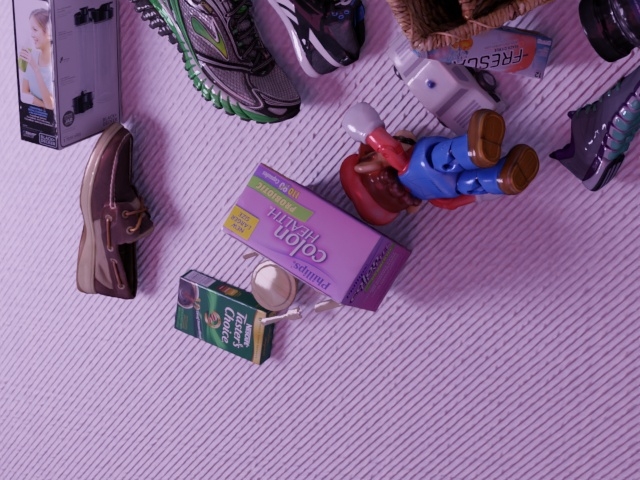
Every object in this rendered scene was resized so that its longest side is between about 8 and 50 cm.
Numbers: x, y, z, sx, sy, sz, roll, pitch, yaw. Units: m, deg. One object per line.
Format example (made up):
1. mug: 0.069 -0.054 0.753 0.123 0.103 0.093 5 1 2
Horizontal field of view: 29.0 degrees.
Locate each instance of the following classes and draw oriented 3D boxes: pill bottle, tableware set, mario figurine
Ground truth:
1. pill bottle: 0.443 -0.312 1.556 0.219 0.123 0.122 -24 97 35
2. tableware set: -0.026 0.061 2.046 0.194 0.039 0.128 -15 90 28
3. mario figurine: 0.158 -0.129 1.791 0.321 0.170 0.198 -7 105 47

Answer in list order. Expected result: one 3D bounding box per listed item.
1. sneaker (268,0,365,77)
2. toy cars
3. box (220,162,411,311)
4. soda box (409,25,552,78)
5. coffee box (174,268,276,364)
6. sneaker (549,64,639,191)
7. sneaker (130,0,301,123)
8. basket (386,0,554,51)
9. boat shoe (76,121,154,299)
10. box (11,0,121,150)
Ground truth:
1. sneaker: -0.003 -0.359 1.834 0.121 0.079 0.217 -17 109 31
2. toy cars: 0.158 -0.327 1.740 0.176 0.087 0.393 5 113 29
3. box: 0.000 0.000 1.865 0.214 0.243 0.117 32 93 16
4. soda box: 0.218 -0.267 1.685 0.183 0.063 0.058 8 108 -12
5. coffee box: -0.167 0.133 2.156 0.184 0.040 0.113 22 120 21
6. sneaker: 0.387 -0.176 1.676 0.098 0.083 0.223 37 124 21
7. sneaker: -0.150 -0.320 1.896 0.343 0.134 0.146 49 125 4
8. basket: 0.184 -0.409 1.498 0.213 0.223 0.299 -15 102 35
9. boat shoe: -0.344 -0.042 2.150 0.123 0.123 0.342 17 119 8
10. box: -0.415 -0.313 2.036 0.087 0.169 0.290 17 119 27
